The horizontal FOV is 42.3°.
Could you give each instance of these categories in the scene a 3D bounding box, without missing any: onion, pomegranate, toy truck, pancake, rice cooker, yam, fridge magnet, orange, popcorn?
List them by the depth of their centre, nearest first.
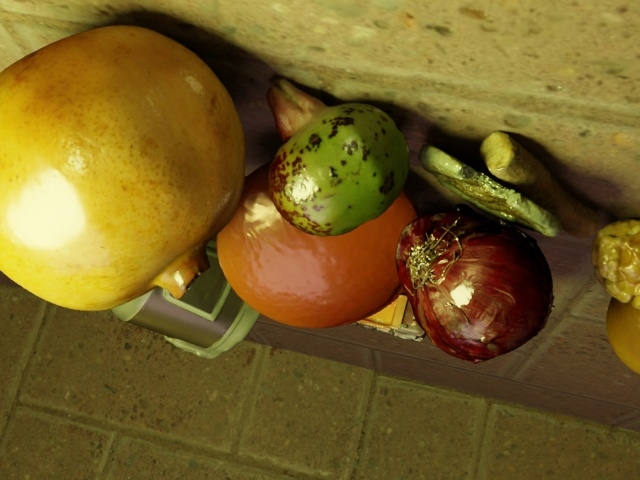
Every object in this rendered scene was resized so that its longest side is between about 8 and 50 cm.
[{"bbox_3d":[-0.289,-0.088,1.164,0.417,0.416,0.416,13,163,4],"label":"pomegranate"},{"bbox_3d":[0.003,-0.129,1.203,0.248,0.214,0.214,51,157,-5],"label":"pomegranate"},{"bbox_3d":[0.253,-0.070,1.253,0.253,0.037,0.253,30,-178,-1],"label":"pancake"},{"bbox_3d":[0.344,-0.076,1.272,0.066,0.066,0.300,-2,158,44],"label":"yam"},{"bbox_3d":[0.233,0.064,1.313,0.281,0.221,0.281,25,-166,-7],"label":"onion"},{"bbox_3d":[0.542,0.040,1.341,0.194,0.140,0.163,-3,122,20],"label":"popcorn"},{"bbox_3d":[0.000,0.000,1.452,0.363,0.155,0.363,0,123,0],"label":"fridge magnet"},{"bbox_3d":[0.622,0.145,1.477,0.236,0.236,0.236,13,163,4],"label":"orange"},{"bbox_3d":[-0.266,0.073,1.805,0.325,0.335,0.335,24,161,-24],"label":"rice cooker"},{"bbox_3d":[0.155,0.182,2.188,0.270,0.114,0.135,14,168,11],"label":"toy truck"}]
